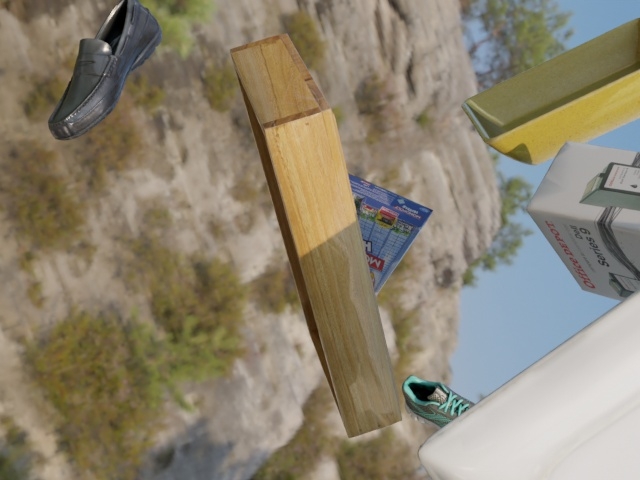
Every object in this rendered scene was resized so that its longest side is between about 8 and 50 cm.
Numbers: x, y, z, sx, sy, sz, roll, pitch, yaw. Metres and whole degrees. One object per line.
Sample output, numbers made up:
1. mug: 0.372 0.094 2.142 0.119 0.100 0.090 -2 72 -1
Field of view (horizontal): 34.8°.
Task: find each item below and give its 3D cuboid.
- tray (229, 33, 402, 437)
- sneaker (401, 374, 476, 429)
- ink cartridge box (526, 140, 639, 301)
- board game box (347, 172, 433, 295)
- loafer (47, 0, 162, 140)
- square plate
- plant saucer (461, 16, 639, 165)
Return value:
1. tray: 0.000 0.000 1.137 0.203 0.076 0.411 -114 -171 -55
2. sneaker: 0.179 0.237 1.432 0.166 0.065 0.076 15 -30 36
3. ink cartridge box: 0.438 -0.002 1.294 0.289 0.122 0.211 16 -24 47
4. board game box: 0.061 0.001 1.630 0.060 0.194 0.194 -49 158 -47
5. loafer: -0.280 -0.219 1.286 0.078 0.076 0.223 56 49 -39
6. square plate: 0.288 0.163 0.755 0.344 0.347 0.049 55 1 -33
7. plant saucer: 0.394 -0.220 1.544 0.081 0.332 0.333 62 9 -15
